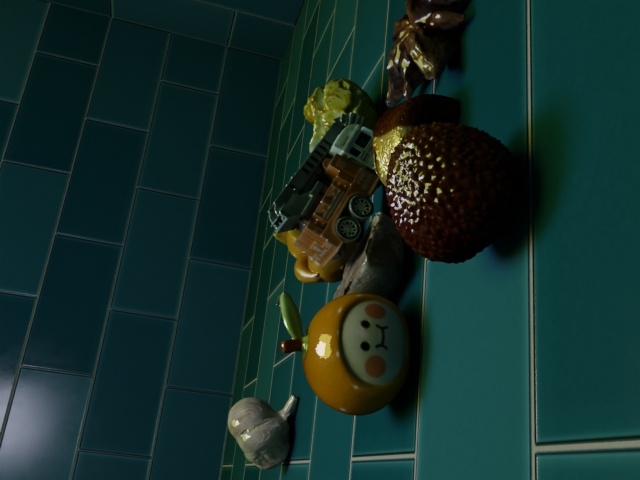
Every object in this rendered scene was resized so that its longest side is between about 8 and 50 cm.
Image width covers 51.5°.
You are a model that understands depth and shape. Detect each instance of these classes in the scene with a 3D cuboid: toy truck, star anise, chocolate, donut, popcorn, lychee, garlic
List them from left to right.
[{"bbox_3d":[-0.141,0.526,1.903,0.212,0.218,0.218,-37,17,1],"label":"garlic"},{"bbox_3d":[0.039,-0.127,1.408,0.338,0.185,0.133,-60,4,-25],"label":"toy truck"},{"bbox_3d":[0.053,-0.285,1.634,0.204,0.184,0.221,97,169,-85],"label":"popcorn"},{"bbox_3d":[0.087,0.091,1.322,0.185,0.101,0.303,-74,9,-49],"label":"chocolate"},{"bbox_3d":[0.169,-0.164,1.136,0.085,0.141,0.217,142,133,-61],"label":"donut"},{"bbox_3d":[0.198,-0.412,1.251,0.349,0.109,0.292,-171,87,-77],"label":"star anise"},{"bbox_3d":[0.178,-0.064,0.890,0.194,0.195,0.194,-169,90,-78],"label":"lychee"}]

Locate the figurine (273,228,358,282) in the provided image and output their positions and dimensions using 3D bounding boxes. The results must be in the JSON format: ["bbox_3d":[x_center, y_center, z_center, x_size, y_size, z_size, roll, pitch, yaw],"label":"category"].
[{"bbox_3d":[0.002,0.002,1.615,0.228,0.215,0.215,-150,71,-85],"label":"figurine"}]

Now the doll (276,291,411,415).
[{"bbox_3d":[0.033,0.193,1.155,0.213,0.236,0.213,-171,90,-83],"label":"doll"}]
